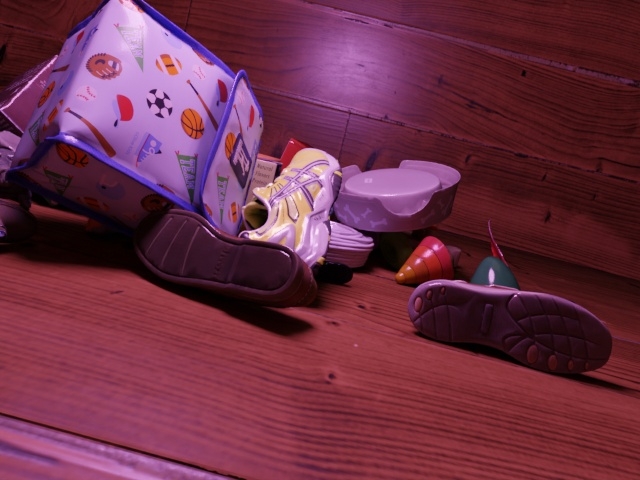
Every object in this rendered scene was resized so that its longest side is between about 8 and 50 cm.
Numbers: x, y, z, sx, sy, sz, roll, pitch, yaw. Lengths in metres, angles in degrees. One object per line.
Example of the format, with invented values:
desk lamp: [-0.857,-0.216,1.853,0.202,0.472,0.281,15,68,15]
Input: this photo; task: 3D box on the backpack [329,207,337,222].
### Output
backpack: [-0.027,-0.086,1.722,0.144,0.166,0.188,44,8,-12]

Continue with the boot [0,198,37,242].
boot: [-0.448,0.000,0.793,0.106,0.082,0.219,40,12,19]

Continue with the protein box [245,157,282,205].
protein box: [-0.210,-0.103,1.377,0.200,0.201,0.136,14,8,0]

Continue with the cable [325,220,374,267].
cable: [0.000,0.000,1.446,0.257,0.089,0.257,14,7,-7]

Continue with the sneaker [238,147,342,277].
sneaker: [-0.057,-0.072,1.096,0.147,0.145,0.384,25,34,-14]

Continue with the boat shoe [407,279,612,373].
boat shoe: [0.307,0.127,0.986,0.325,0.123,0.116,17,6,7]

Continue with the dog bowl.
dog bowl: [0.188,-0.121,1.574,0.349,0.102,0.348,-4,21,1]

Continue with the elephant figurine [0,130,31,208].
elephant figurine: [-0.605,-0.132,1.135,0.240,0.169,0.186,20,42,12]

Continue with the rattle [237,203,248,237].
rattle: [-0.107,0.008,1.228,0.200,0.142,0.130,4,55,-16]

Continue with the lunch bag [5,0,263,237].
lunch bag: [-0.270,-0.176,1.045,0.239,0.327,0.385,-15,-37,40]

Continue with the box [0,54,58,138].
box: [-0.611,-0.258,1.298,0.169,0.203,0.167,-10,-48,34]

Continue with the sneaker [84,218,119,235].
sneaker: [-0.363,-0.053,1.168,0.121,0.099,0.262,21,10,-3]

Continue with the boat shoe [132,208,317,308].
boat shoe: [-0.149,0.040,0.899,0.307,0.110,0.104,19,-15,29]

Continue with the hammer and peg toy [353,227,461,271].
hammer and peg toy: [0.275,-0.007,1.824,0.362,0.127,0.266,14,8,-3]

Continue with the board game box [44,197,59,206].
board game box: [-0.492,-0.215,1.354,0.214,0.046,0.317,-23,35,8]

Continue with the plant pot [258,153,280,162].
plant pot: [-0.279,-0.171,1.730,0.291,0.203,0.291,14,7,-2]

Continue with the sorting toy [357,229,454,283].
sorting toy: [0.165,0.044,1.500,0.126,0.127,0.366,-23,22,-25]

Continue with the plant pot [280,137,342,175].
plant pot: [-0.026,-0.150,1.925,0.236,0.267,0.267,28,9,6]

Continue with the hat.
hat: [0.454,0.053,1.513,0.173,0.183,0.209,5,12,-46]

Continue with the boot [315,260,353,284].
boot: [-0.003,0.052,1.223,0.121,0.045,0.099,5,14,-16]

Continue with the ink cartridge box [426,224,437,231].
ink cartridge box: [0.250,-0.087,1.717,0.189,0.066,0.232,15,6,6]
